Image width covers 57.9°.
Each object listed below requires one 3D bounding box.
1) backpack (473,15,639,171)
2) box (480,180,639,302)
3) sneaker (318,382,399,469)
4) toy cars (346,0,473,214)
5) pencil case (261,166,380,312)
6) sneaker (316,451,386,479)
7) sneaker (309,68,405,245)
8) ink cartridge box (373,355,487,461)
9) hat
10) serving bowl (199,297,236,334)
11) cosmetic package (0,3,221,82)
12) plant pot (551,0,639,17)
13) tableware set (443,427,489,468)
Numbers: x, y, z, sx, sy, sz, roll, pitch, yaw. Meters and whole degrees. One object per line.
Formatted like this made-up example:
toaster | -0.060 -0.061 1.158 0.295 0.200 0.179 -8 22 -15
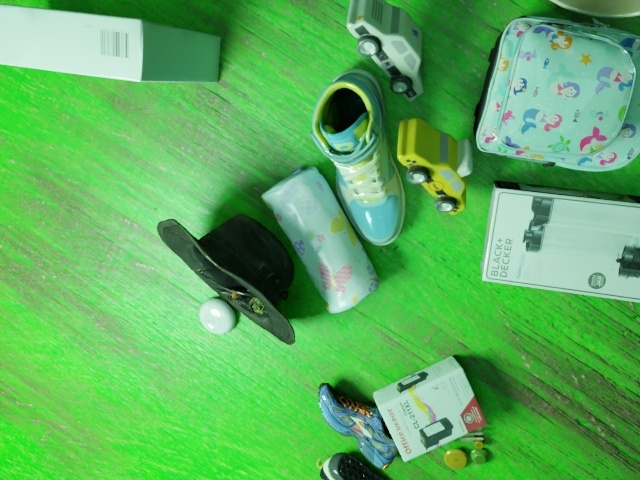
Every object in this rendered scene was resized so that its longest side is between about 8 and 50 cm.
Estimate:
backpack | 0.382 -0.218 0.885 0.253 0.191 0.225 13 107 5
box | 0.428 0.001 0.977 0.289 0.087 0.169 9 107 12
sneaker | 0.083 0.360 1.176 0.221 0.083 0.087 43 102 -8
toy cars | 0.166 -0.221 0.930 0.087 0.176 0.394 -17 101 35
pencil case | 0.000 0.000 1.073 0.124 0.113 0.273 -28 96 30
sneaker | 0.091 0.538 1.228 0.235 0.084 0.097 46 134 0
sneaker | 0.061 -0.124 0.974 0.127 0.208 0.319 -12 103 16
ink cartridge box | 0.206 0.321 1.103 0.175 0.072 0.128 -26 98 1
hat | -0.137 0.042 1.078 0.331 0.331 0.134 41 73 1
serving bowl | -0.220 0.163 1.211 0.083 0.027 0.083 9 116 20
cosmetic package | -0.401 -0.337 0.994 0.377 0.284 0.098 10 109 12
plant pot | 0.420 -0.489 0.758 0.256 0.256 0.274 30 75 5
tableware set | 0.258 0.414 1.169 0.154 0.024 0.104 -7 106 15
